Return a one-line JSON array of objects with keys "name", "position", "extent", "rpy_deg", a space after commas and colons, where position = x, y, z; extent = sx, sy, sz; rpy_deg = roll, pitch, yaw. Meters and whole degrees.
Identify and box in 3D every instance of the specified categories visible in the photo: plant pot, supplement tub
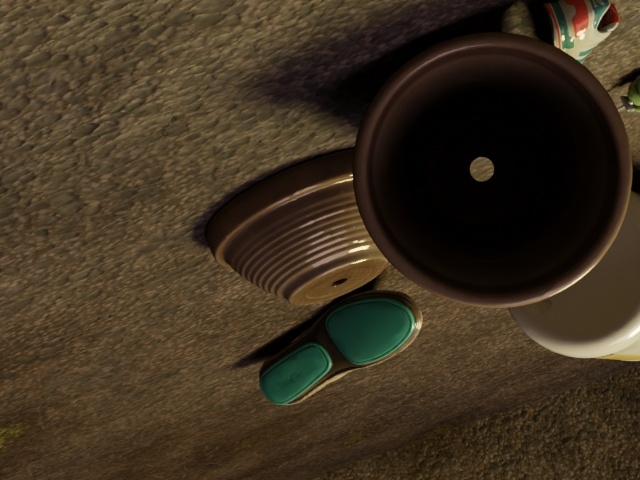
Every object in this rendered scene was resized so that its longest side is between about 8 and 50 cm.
[{"name": "plant pot", "position": [0.000, 0.000, 1.815], "extent": [0.237, 0.109, 0.237], "rpy_deg": [-20, 164, -6]}, {"name": "plant pot", "position": [0.169, -0.072, 1.635], "extent": [0.263, 0.263, 0.229], "rpy_deg": [-24, -179, 5]}, {"name": "supplement tub", "position": [0.412, 0.048, 2.277], "extent": [0.241, 0.241, 0.331], "rpy_deg": [-30, 163, 22]}]

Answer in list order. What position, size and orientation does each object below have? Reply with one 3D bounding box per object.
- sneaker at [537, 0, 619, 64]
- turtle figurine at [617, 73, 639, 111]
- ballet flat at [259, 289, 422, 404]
[{"name": "sneaker", "position": [0.261, -0.201, 1.618], "extent": [0.075, 0.057, 0.161], "rpy_deg": [-19, 161, 7]}, {"name": "turtle figurine", "position": [0.452, -0.128, 1.863], "extent": [0.275, 0.198, 0.266], "rpy_deg": [-21, 159, -17]}, {"name": "ballet flat", "position": [0.037, 0.138, 2.357], "extent": [0.316, 0.107, 0.106], "rpy_deg": [-28, -176, 36]}]
